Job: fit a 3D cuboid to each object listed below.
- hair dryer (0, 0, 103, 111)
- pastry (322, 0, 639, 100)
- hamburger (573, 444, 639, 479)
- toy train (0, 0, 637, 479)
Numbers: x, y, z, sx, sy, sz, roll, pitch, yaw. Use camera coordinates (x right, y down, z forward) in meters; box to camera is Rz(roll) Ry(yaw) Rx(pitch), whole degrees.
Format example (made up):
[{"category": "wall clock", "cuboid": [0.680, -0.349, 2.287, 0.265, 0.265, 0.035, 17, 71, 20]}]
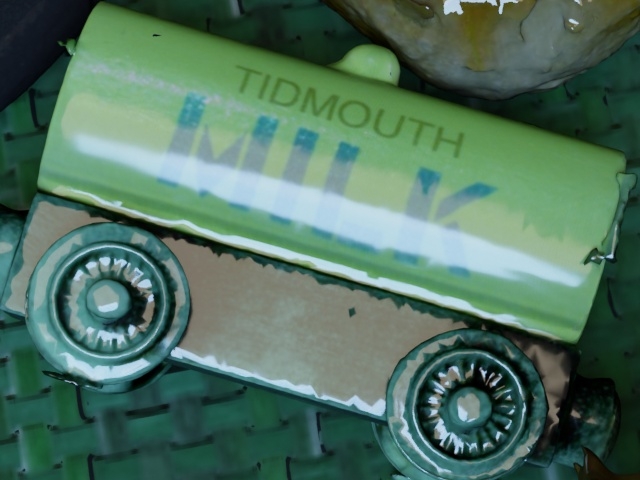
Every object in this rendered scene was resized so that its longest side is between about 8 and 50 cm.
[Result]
[{"category": "hair dryer", "cuboid": [-0.167, -0.094, 0.754, 0.271, 0.091, 0.235, -41, 69, -17]}, {"category": "pastry", "cuboid": [0.064, -0.154, 0.725, 0.182, 0.093, 0.192, -37, 79, -2]}, {"category": "hamburger", "cuboid": [0.204, 0.233, 0.495, 0.277, 0.396, 0.396, 1, 79, 5]}, {"category": "toy train", "cuboid": [0.000, 0.000, 0.685, 0.253, 0.105, 0.157, 17, 83, 1]}]
